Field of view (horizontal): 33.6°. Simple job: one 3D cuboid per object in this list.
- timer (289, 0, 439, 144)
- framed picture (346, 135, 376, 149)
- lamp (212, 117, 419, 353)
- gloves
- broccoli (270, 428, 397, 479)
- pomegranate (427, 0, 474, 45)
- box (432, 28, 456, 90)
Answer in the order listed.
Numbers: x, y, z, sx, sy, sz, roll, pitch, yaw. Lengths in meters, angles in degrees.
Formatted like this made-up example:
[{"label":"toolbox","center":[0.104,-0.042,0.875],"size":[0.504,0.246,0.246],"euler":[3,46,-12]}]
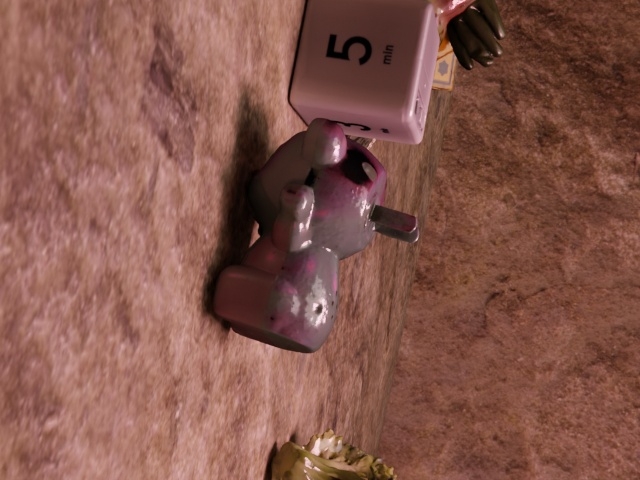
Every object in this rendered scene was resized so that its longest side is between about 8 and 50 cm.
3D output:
[{"label":"timer","center":[0.075,-0.274,1.689],"size":[0.192,0.195,0.194],"euler":[36,65,-78]},{"label":"framed picture","center":[0.108,-0.240,2.168],"size":[0.173,0.010,0.231],"euler":[-54,170,6]},{"label":"lamp","center":[0.000,0.000,1.450],"size":[0.247,0.247,0.301],"euler":[59,50,-69]},{"label":"gloves","center":[0.298,-0.450,2.011],"size":[0.135,0.107,0.268],"euler":[115,-18,-75]},{"label":"broccoli","center":[0.025,0.481,1.964],"size":[0.281,0.293,0.348],"euler":[44,33,-30]},{"label":"pomegranate","center":[0.177,-0.433,1.944],"size":[0.214,0.248,0.214],"euler":[-15,90,-69]},{"label":"box","center":[0.193,-0.458,2.123],"size":[0.084,0.193,0.301],"euler":[4,97,-39]}]
